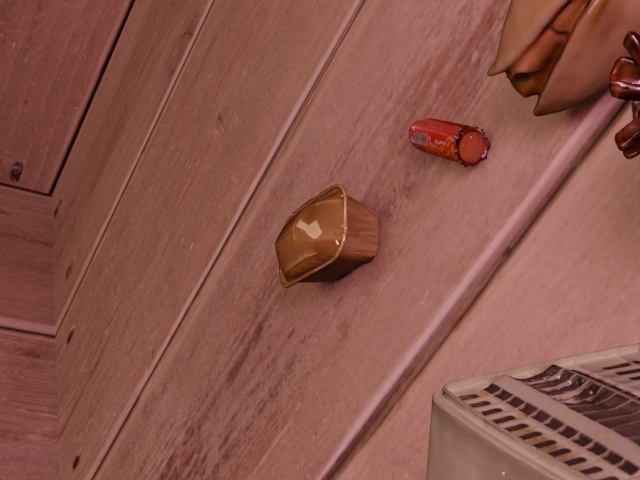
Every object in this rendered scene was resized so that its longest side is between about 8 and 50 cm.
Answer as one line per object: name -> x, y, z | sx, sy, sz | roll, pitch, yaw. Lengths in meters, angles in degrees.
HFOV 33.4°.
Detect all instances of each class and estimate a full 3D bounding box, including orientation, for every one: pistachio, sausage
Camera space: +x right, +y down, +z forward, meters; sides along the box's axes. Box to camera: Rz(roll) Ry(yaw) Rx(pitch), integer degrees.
pistachio -> 0.242, -0.209, 0.983 | 0.215, 0.143, 0.144 | 127, 146, -49
sausage -> 0.138, -0.118, 1.229 | 0.145, 0.050, 0.048 | 31, 100, 64

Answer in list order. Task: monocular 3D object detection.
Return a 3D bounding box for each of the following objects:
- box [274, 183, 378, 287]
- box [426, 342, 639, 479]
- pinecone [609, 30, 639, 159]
box -> 0.000, 0.000, 1.381 | 0.177, 0.111, 0.111 | -34, 49, 54
box -> 0.215, 0.170, 0.672 | 0.220, 0.290, 0.166 | -156, 61, -63
pinecone -> 0.300, -0.105, 0.744 | 0.207, 0.207, 0.208 | -38, 45, 51
